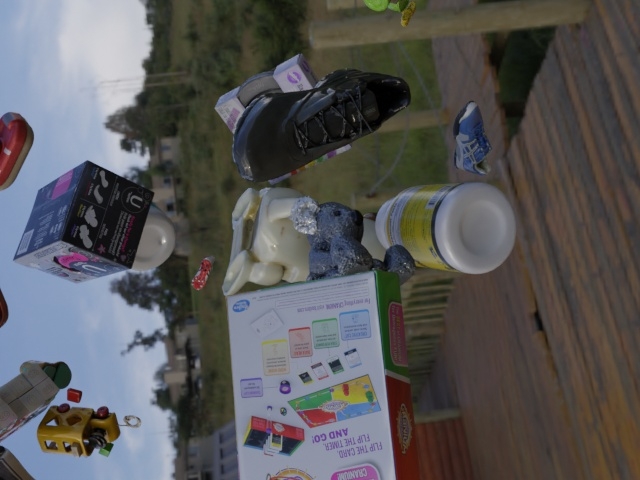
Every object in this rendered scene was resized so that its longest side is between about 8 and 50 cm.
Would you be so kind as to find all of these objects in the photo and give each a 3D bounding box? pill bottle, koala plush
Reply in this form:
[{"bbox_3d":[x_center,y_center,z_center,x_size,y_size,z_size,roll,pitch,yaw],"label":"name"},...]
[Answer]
[{"bbox_3d":[0.258,-0.030,1.545,0.334,0.188,0.187,-174,77,-68],"label":"pill bottle"},{"bbox_3d":[-0.445,-0.047,1.598,0.264,0.146,0.146,36,139,46],"label":"pill bottle"},{"bbox_3d":[0.034,0.014,1.371,0.203,0.196,0.221,-43,53,32],"label":"koala plush"}]

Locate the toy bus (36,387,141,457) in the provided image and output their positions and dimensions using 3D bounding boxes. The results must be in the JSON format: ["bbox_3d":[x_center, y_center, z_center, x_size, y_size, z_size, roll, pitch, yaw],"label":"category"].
[{"bbox_3d":[-0.565,0.461,1.664,0.202,0.191,0.104,-41,18,30],"label":"toy bus"}]

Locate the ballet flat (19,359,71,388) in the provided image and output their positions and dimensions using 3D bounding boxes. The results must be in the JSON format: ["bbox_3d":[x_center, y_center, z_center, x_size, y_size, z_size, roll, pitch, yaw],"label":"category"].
[{"bbox_3d":[-0.746,0.357,1.907,0.232,0.073,0.080,93,-167,-72],"label":"ballet flat"}]

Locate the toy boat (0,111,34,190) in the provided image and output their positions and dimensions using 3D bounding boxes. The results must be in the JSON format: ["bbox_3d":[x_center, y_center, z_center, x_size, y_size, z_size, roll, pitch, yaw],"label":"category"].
[{"bbox_3d":[-0.888,-0.245,1.887,0.151,0.151,0.231,42,106,40],"label":"toy boat"}]

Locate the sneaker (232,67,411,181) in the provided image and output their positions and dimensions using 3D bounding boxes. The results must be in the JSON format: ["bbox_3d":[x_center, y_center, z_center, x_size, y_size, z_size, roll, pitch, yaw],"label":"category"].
[{"bbox_3d":[0.006,-0.166,0.943,0.130,0.286,0.109,9,128,49],"label":"sneaker"}]

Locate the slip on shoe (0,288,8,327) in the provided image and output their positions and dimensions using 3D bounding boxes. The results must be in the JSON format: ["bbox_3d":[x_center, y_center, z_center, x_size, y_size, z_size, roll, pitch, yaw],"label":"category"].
[{"bbox_3d":[-0.938,0.104,1.892,0.101,0.123,0.331,30,139,62],"label":"slip on shoe"}]

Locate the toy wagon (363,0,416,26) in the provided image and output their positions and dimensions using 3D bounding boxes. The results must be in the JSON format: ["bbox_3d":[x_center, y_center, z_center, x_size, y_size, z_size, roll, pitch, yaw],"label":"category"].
[{"bbox_3d":[0.156,-0.582,1.404,0.267,0.068,0.344,-61,-18,-25],"label":"toy wagon"}]

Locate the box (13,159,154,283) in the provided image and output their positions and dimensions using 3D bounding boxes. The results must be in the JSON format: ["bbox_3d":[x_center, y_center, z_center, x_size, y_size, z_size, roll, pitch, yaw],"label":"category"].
[{"bbox_3d":[-0.442,-0.023,1.306,0.247,0.142,0.163,-14,57,48],"label":"box"}]

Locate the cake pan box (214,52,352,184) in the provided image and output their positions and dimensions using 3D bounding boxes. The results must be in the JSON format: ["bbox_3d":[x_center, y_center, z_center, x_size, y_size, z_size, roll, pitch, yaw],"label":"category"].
[{"bbox_3d":[-0.087,-0.292,1.705,0.266,0.246,0.070,55,-155,-29],"label":"cake pan box"}]

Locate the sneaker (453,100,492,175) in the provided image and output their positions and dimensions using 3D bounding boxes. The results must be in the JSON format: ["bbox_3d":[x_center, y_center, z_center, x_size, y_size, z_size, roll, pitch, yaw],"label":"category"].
[{"bbox_3d":[0.355,-0.232,1.601,0.081,0.080,0.211,34,159,32],"label":"sneaker"}]

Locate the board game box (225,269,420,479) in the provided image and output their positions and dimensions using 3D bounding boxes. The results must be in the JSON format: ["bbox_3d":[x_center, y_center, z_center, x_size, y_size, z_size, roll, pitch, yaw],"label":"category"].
[{"bbox_3d":[-0.002,0.211,0.901,0.064,0.242,0.316,10,-108,-56],"label":"board game box"}]

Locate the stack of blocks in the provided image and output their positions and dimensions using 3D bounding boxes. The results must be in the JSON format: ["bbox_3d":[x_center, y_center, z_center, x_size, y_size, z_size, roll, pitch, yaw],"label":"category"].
[{"bbox_3d":[-0.724,0.397,1.530,0.087,0.297,0.171,49,132,3],"label":"stack of blocks"}]

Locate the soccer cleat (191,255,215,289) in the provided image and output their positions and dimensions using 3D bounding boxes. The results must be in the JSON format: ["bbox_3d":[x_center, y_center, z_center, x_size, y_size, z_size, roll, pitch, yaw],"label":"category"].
[{"bbox_3d":[-0.232,0.065,1.399,0.035,0.029,0.083,-42,-17,-54],"label":"soccer cleat"}]

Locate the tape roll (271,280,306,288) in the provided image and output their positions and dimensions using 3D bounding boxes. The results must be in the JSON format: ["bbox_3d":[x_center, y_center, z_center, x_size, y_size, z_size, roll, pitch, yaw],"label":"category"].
[{"bbox_3d":[-0.048,0.202,1.555,0.219,0.072,0.219,38,-137,-47],"label":"tape roll"}]

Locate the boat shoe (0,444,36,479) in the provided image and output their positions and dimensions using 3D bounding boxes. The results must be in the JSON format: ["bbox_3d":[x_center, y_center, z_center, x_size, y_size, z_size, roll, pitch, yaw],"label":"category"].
[{"bbox_3d":[-0.866,0.710,1.932,0.158,0.127,0.340,-50,-47,-35],"label":"boat shoe"}]

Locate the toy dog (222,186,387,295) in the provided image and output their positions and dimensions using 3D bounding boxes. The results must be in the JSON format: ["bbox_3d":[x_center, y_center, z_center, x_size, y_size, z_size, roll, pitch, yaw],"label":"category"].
[{"bbox_3d":[0.000,0.000,1.810,0.395,0.408,0.284,-50,33,46],"label":"toy dog"}]
